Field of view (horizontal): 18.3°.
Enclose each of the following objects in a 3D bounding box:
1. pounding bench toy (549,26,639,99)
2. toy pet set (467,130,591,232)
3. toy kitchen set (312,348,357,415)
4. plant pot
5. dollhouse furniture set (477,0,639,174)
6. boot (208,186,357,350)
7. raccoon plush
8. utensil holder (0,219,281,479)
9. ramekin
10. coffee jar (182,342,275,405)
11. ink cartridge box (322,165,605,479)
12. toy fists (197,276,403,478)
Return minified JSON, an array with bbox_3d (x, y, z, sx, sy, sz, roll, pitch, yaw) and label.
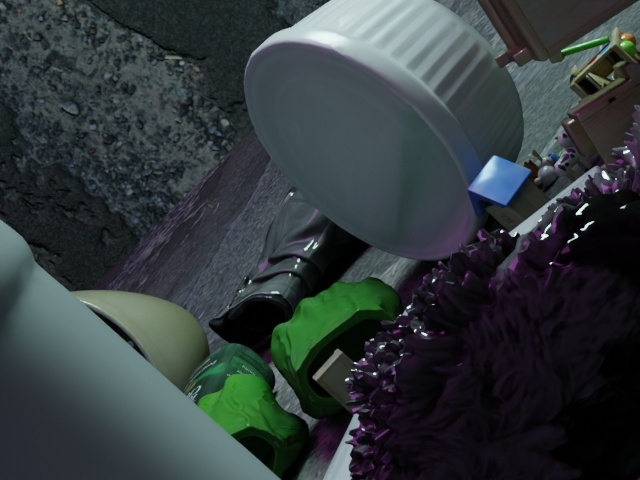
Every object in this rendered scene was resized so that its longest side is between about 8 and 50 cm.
[{"bbox_3d":[0.254,-0.160,1.783,0.065,0.083,0.052,-45,10,24],"label":"pounding bench toy"},{"bbox_3d":[0.182,-0.064,1.776,0.114,0.065,0.122,-52,10,-19],"label":"toy pet set"},{"bbox_3d":[0.037,0.111,1.698,0.068,0.075,0.083,-48,14,-3],"label":"toy kitchen set"},{"bbox_3d":[-0.240,0.162,2.318,0.256,0.256,0.274,-44,-6,21],"label":"plant pot"},{"bbox_3d":[0.215,-0.229,1.698,0.174,0.303,0.355,-32,6,1],"label":"dollhouse furniture set"},{"bbox_3d":[0.000,0.000,2.250,0.222,0.118,0.338,-58,3,-33],"label":"boot"},{"bbox_3d":[0.103,0.051,1.023,0.446,0.216,0.299,-17,18,24],"label":"raccoon plush"},{"bbox_3d":[-0.157,0.228,1.186,0.327,0.385,0.327,-47,10,11],"label":"utensil holder"},{"bbox_3d":[0.071,-0.119,1.891,0.127,0.273,0.273,-47,8,-28],"label":"ramekin"},{"bbox_3d":[-0.109,0.187,2.030,0.096,0.079,0.184,-44,11,25],"label":"coffee jar"},{"bbox_3d":[0.116,0.095,1.474,0.239,0.060,0.275,-41,13,40],"label":"ink cartridge box"},{"bbox_3d":[-0.030,0.144,1.821,0.279,0.096,0.142,-46,20,5],"label":"toy fists"}]
